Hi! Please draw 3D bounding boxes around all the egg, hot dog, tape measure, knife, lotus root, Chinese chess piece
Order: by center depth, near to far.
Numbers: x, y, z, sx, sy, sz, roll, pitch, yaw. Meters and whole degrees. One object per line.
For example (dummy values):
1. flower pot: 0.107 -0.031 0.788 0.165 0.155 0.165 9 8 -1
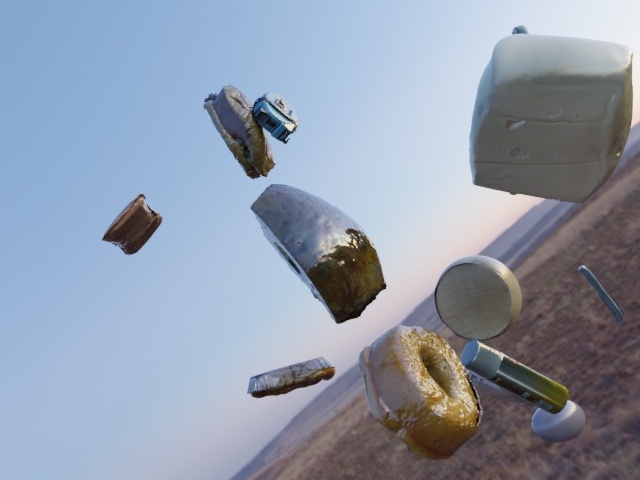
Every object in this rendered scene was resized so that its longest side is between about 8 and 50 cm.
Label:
1. lotus root: -0.001 -0.001 1.192 0.210 0.314 0.142 -44 -20 -25
2. knife: 0.730 0.139 1.526 0.028 0.210 0.015 -27 22 47
3. hot dog: -0.083 0.380 1.627 0.252 0.069 0.131 -11 -19 -18
4. tape measure: -0.128 -0.362 1.704 0.081 0.146 0.125 -37 23 36
5. Chinese chess piece: 0.456 0.169 1.720 0.250 0.250 0.103 -47 -16 30
6. egg: 0.860 0.653 2.136 0.198 0.147 0.146 -10 -18 -8

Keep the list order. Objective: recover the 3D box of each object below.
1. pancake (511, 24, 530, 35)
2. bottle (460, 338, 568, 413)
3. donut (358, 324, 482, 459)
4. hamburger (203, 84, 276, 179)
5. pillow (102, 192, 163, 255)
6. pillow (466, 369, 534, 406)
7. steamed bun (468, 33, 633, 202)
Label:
1. pancake: 0.591 -0.504 1.715 0.037 0.254 0.253 -7 -8 10
2. bottle: 0.499 0.352 1.526 0.082 0.286 0.082 -59 9 16
3. donut: 0.238 0.348 1.399 0.150 0.317 0.299 -50 -12 27
4. hamburger: -0.243 -0.341 1.770 0.132 0.309 0.211 -30 -12 -5
5. pillow: -0.432 -0.031 1.373 0.135 0.034 0.211 -54 -7 -12
6. pillow: 0.571 0.464 1.860 0.067 0.173 0.270 -62 17 -14
7. steamed bun: 0.574 -0.316 1.485 0.456 0.370 0.290 80 -157 -57
